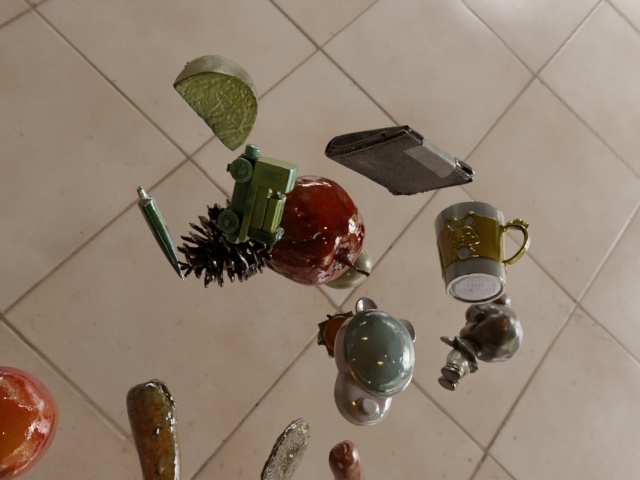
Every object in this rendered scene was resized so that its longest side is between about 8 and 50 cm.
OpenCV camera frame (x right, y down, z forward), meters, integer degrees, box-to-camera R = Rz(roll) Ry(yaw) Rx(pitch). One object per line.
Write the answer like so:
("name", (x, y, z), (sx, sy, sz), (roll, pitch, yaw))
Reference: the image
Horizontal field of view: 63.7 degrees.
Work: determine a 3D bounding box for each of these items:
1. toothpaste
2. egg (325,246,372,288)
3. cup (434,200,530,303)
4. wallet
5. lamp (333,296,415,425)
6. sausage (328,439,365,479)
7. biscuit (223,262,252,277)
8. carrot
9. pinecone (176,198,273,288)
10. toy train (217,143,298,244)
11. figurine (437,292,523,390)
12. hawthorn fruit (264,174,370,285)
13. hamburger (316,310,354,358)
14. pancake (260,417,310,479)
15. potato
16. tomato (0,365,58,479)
("toothpaste", (-0.567, -0.023, 1.846), (0.061, 0.099, 0.392), (-24, 125, -11))
("egg", (0.080, 0.083, 1.856), (0.186, 0.241, 0.186), (10, 75, -40))
("cup", (0.412, 0.026, 1.312), (0.185, 0.241, 0.226), (46, 39, -39))
("wallet", (0.166, -0.173, 1.104), (0.221, 0.262, 0.071), (26, 78, -32))
("lamp", (0.110, 0.245, 1.029), (0.179, 0.108, 0.246), (29, 61, -15))
("sausage", (0.064, 0.543, 1.210), (0.077, 0.077, 0.194), (-28, 126, -22))
("biscuit", (-0.260, 0.062, 1.634), (0.131, 0.231, 0.025), (18, 65, -11))
("carrot", (-0.460, 0.542, 1.435), (0.138, 0.139, 0.302), (-6, 71, -19))
("pinecone", (-0.186, 0.014, 0.958), (0.165, 0.163, 0.163), (-30, 86, -16))
("toy train", (-0.075, -0.050, 0.610), (0.081, 0.050, 0.122), (15, 109, 4))
("figurine", (0.543, 0.347, 1.754), (0.380, 0.203, 0.248), (-38, 120, -23))
("hawthorn fruit", (0.000, 0.000, 1.089), (0.271, 0.242, 0.242), (37, 66, 21))
("hamburger", (0.079, 0.350, 1.917), (0.189, 0.093, 0.164), (-9, 77, 5))
("pancake", (-0.081, 0.514, 1.223), (0.021, 0.199, 0.199), (17, 66, 27))
("potato", (-0.312, -0.523, 1.751), (0.212, 0.330, 0.280), (-23, 49, 15))
("tomato", (-0.656, 0.369, 1.068), (0.260, 0.260, 0.180), (47, 71, -1))
